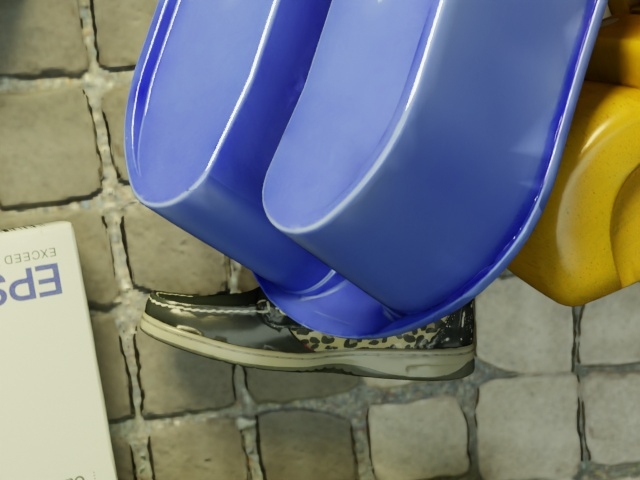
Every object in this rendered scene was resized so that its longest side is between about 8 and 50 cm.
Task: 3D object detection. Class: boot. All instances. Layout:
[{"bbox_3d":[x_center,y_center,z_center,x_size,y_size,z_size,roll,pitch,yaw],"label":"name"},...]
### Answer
[{"bbox_3d":[0.001,0.000,0.916,0.237,0.085,0.178,6,97,-6],"label":"boot"}]

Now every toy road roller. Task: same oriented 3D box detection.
[{"bbox_3d":[0.210,-0.097,0.836,0.241,0.202,0.329,-22,104,-6],"label":"toy road roller"}]

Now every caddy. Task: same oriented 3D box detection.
[{"bbox_3d":[0.037,-0.113,0.794,0.179,0.241,0.341,26,80,-49],"label":"caddy"}]

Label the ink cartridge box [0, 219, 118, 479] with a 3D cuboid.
[{"bbox_3d":[-0.294,0.173,0.853,0.324,0.071,0.330,-11,92,-24],"label":"ink cartridge box"}]
